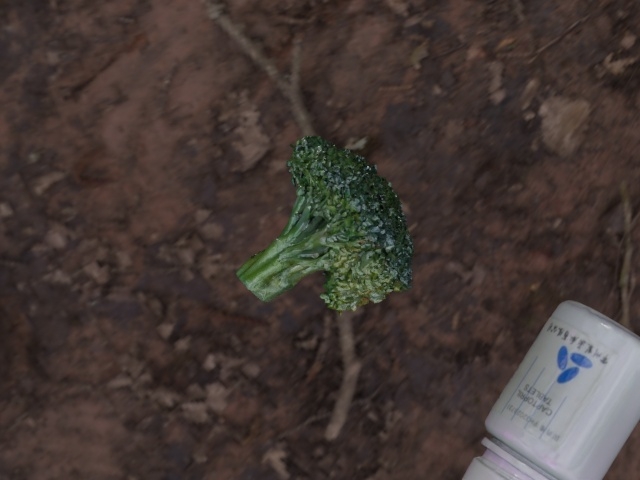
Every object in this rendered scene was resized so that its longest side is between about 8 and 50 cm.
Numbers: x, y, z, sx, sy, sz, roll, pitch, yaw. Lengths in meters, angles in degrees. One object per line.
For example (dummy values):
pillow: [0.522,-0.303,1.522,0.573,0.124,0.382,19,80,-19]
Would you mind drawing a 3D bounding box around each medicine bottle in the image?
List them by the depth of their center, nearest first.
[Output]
medicine bottle: [0.310,0.237,1.805,0.170,0.170,0.293,31,88,9]

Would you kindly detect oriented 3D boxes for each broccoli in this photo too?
broccoli: [0.000,0.000,1.472,0.194,0.219,0.194,-10,64,22]
